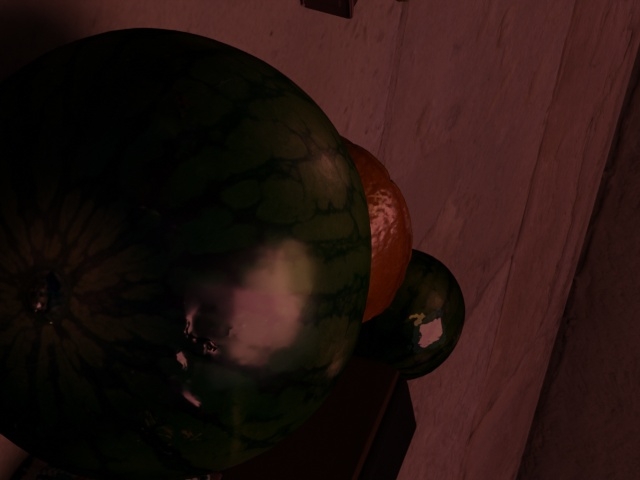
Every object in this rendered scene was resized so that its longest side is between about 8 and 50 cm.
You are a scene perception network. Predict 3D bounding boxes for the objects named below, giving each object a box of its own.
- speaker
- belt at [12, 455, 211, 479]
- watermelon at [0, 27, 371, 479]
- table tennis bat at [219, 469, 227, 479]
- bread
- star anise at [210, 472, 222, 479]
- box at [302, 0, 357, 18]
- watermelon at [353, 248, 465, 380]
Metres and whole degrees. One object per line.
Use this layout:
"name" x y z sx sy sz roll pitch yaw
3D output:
"speaker" 0.000 0.273 1.790 0.153 0.193 0.231 74 35 -50
"belt" -0.198 0.333 1.334 0.207 0.161 0.295 1 96 -58
"watermelon" -0.123 0.014 1.015 0.363 0.363 0.363 -52 156 -35
"table tennis bat" -0.111 0.335 1.854 0.149 0.038 0.237 -7 115 -68
"bread" 0.000 0.000 1.528 0.143 0.195 0.269 -41 154 -37
"star anise" -0.190 0.369 1.613 0.262 0.081 0.230 -62 164 -47
"box" 0.017 -0.287 1.447 0.084 0.060 0.063 85 26 -53
"watermelon" 0.102 0.114 1.921 0.188 0.188 0.214 79 31 -58
